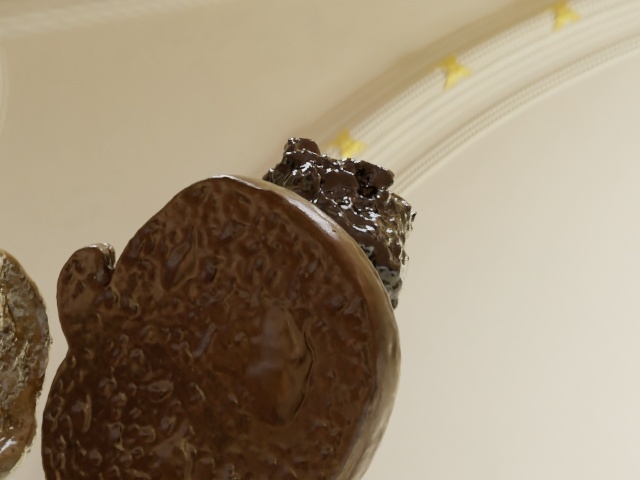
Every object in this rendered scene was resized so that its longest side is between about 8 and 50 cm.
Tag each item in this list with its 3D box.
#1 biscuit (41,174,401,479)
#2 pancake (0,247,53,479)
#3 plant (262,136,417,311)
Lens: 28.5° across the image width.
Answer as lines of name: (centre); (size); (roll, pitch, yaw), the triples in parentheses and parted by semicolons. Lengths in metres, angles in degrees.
biscuit: (-0.101, 0.120, 1.034); (0.314, 0.367, 0.063); (40, -161, 23)
pancake: (-0.370, 0.130, 1.318); (0.049, 0.282, 0.282); (-5, -127, 24)
plant: (0.000, 0.000, 1.375); (0.178, 0.204, 0.234); (25, -151, -19)
